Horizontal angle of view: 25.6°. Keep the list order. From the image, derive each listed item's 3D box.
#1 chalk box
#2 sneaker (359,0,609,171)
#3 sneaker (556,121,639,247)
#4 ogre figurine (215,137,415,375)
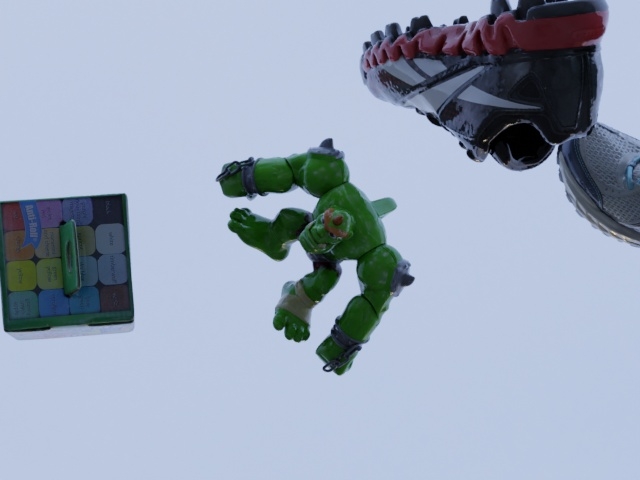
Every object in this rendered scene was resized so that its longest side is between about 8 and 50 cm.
[{"bbox_3d":[-0.256,0.027,1.419,0.132,0.213,0.132,-4,-97,-8],"label":"chalk box"},{"bbox_3d":[0.124,-0.120,1.133,0.097,0.276,0.135,-13,-83,-32],"label":"sneaker"},{"bbox_3d":[0.361,-0.036,1.371,0.283,0.110,0.122,36,-28,-5],"label":"sneaker"},{"bbox_3d":[0.000,0.000,1.171,0.118,0.197,0.097,-36,-30,30],"label":"ogre figurine"}]
